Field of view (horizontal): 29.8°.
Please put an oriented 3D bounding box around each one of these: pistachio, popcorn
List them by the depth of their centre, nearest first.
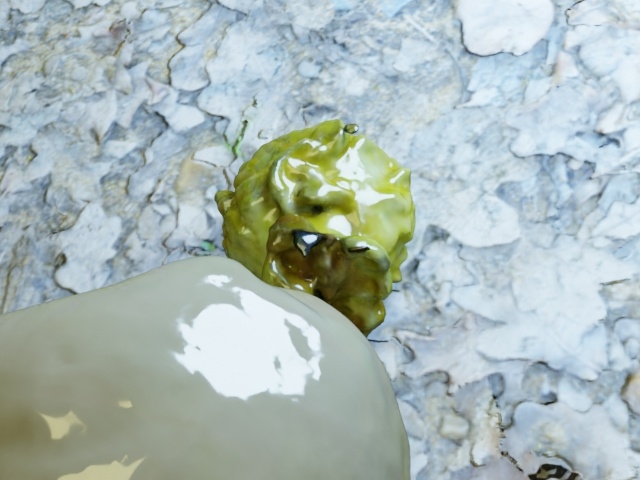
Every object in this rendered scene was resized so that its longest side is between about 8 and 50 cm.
[{"bbox_3d":[-0.142,0.204,0.822,0.365,0.281,0.445,43,68,3],"label":"pistachio"},{"bbox_3d":[0.009,-0.003,1.020,0.168,0.174,0.195,-13,38,-19],"label":"popcorn"}]
